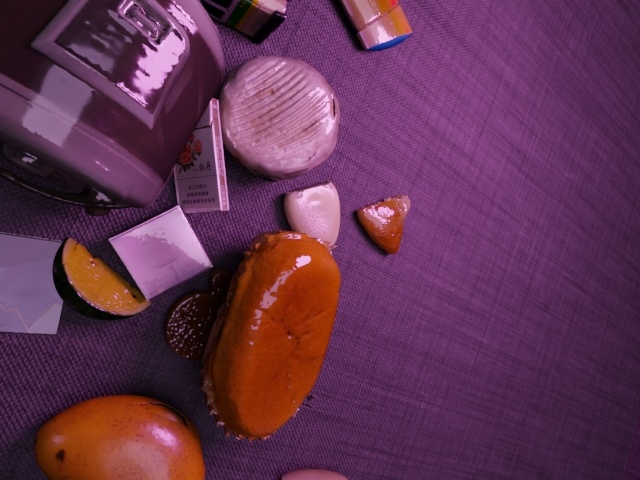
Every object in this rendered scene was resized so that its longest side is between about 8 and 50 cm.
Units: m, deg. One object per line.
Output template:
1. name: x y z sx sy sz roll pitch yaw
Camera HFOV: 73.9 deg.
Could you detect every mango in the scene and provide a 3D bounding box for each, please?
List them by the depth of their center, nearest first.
1. mango: -0.331 0.366 0.732 0.291 0.160 0.190 31 85 -18

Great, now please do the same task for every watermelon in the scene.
1. watermelon: -0.381 0.084 0.719 0.092 0.075 0.181 -50 114 -22

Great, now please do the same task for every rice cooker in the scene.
1. rice cooker: -0.332 -0.217 0.588 0.335 0.335 0.325 33 78 -27

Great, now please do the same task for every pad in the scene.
1. pad: -0.540 0.063 0.674 0.243 0.004 0.163 11 88 -30

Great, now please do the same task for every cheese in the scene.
1. cheese: 0.000 0.000 0.943 0.127 0.054 0.251 -19 103 -23

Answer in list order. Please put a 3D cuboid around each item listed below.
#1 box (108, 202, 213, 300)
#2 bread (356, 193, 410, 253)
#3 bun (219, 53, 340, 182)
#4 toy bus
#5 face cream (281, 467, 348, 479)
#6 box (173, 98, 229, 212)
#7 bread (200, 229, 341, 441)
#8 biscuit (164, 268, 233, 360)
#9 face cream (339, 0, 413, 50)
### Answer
1. box: -0.285 0.020 0.772 0.130 0.051 0.129 -29 106 -13
2. bread: 0.146 -0.053 1.022 0.136 0.054 0.154 15 83 -26
3. bun: -0.080 -0.230 0.827 0.240 0.141 0.238 -1 100 -6
4. toy bus: -0.126 -0.556 0.782 0.179 0.143 0.304 12 89 -27
5. face cream: -0.019 0.687 0.962 0.174 0.081 0.347 3 92 -29
6. box: -0.225 -0.150 0.778 0.029 0.109 0.198 -17 104 -61
7. bread: -0.094 0.171 0.787 0.236 0.183 0.387 8 93 -32
8. biscuit: -0.193 0.146 0.852 0.237 0.039 0.179 -25 109 -25
9. face cream: 0.096 -0.560 0.948 0.139 0.067 0.285 -41 112 -18
